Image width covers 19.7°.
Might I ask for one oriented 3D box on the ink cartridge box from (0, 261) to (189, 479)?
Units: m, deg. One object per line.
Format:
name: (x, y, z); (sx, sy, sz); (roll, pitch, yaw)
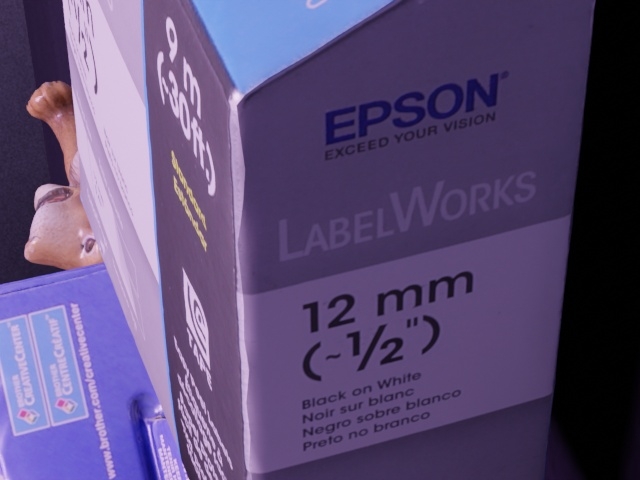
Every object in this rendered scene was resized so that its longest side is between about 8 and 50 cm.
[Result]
ink cartridge box: (-0.061, 0.161, 0.922); (0.395, 0.151, 0.270); (81, 175, -78)

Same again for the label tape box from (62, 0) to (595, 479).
label tape box: (-0.014, -0.079, 0.588); (0.249, 0.115, 0.347); (-117, 18, -45)

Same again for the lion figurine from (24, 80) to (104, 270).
lion figurine: (-0.106, 0.024, 1.265); (0.392, 0.142, 0.240); (73, 171, -57)
